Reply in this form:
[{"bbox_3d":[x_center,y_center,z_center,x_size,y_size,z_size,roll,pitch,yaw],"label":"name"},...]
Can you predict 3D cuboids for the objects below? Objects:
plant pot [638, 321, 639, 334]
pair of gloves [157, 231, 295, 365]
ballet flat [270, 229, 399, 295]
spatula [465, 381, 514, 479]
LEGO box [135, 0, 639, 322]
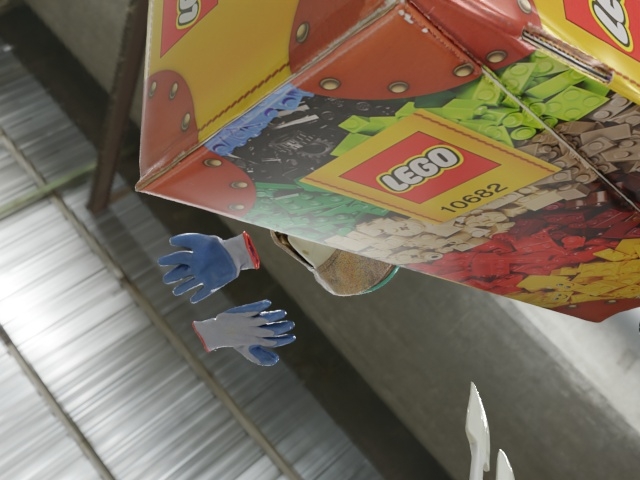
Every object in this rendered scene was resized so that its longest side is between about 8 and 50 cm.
[{"bbox_3d":[0.474,0.085,1.020,0.167,0.187,0.188,11,-19,38],"label":"plant pot"},{"bbox_3d":[-0.119,0.076,1.138,0.159,0.023,0.198,-13,-72,35],"label":"pair of gloves"},{"bbox_3d":[0.000,0.000,1.140,0.106,0.107,0.316,34,-8,-17],"label":"ballet flat"},{"bbox_3d":[0.151,0.240,0.721,0.019,0.242,0.168,-19,-75,18],"label":"spatula"},{"bbox_3d":[0.108,-0.237,0.550,0.193,0.372,0.500,-26,-124,46],"label":"LEGO box"}]
